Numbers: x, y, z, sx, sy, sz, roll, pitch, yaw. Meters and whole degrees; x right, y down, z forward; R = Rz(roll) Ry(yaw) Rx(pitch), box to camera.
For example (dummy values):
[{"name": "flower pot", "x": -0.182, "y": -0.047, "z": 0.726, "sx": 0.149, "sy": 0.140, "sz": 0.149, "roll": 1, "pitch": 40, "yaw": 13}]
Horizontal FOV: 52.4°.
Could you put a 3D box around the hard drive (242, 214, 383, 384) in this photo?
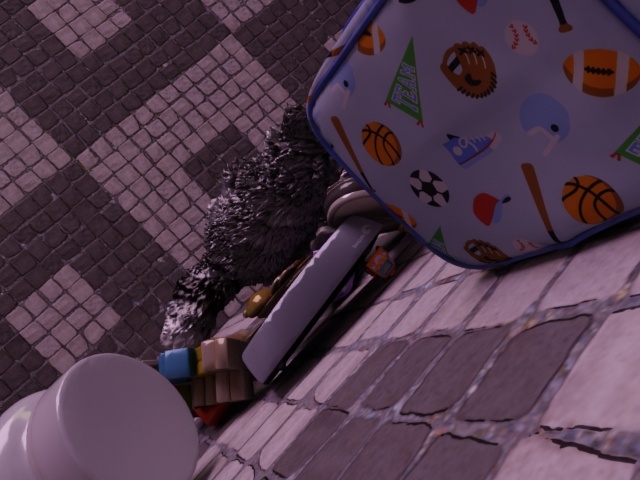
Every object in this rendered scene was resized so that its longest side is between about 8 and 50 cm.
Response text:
[{"name": "hard drive", "x": -0.013, "y": 0.082, "z": 0.893, "sx": 0.255, "sy": 0.054, "sz": 0.172, "roll": -52, "pitch": -7, "yaw": -11}]

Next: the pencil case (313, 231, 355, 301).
[{"name": "pencil case", "x": 0.017, "y": 0.043, "z": 1.105, "sx": 0.086, "sy": 0.088, "sz": 0.206, "roll": -23, "pitch": 5, "yaw": 6}]

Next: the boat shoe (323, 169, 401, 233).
[{"name": "boat shoe", "x": 0.068, "y": -0.072, "z": 0.972, "sx": 0.112, "sy": 0.096, "sz": 0.335, "roll": -16, "pitch": -9, "yaw": 13}]

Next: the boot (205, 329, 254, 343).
[{"name": "boot", "x": -0.261, "y": 0.288, "z": 1.371, "sx": 0.248, "sy": 0.090, "sz": 0.207, "roll": -36, "pitch": 6, "yaw": 40}]

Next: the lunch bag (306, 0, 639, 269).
[{"name": "lunch bag", "x": 0.124, "y": -0.112, "z": 0.460, "sx": 0.115, "sy": 0.243, "sz": 0.303, "roll": -46, "pitch": 3, "yaw": -29}]

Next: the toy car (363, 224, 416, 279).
[{"name": "toy car", "x": 0.106, "y": 0.009, "z": 0.892, "sx": 0.122, "sy": 0.040, "sz": 0.060, "roll": -47, "pitch": -14, "yaw": -25}]

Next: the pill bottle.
[{"name": "pill bottle", "x": -0.344, "y": 0.326, "z": 0.808, "sx": 0.392, "sy": 0.224, "sz": 0.224, "roll": -42, "pitch": 4, "yaw": 22}]

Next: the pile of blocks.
[{"name": "pile of blocks", "x": -0.204, "y": 0.238, "z": 1.021, "sx": 0.148, "sy": 0.113, "sz": 0.362, "roll": 0, "pitch": -18, "yaw": -21}]

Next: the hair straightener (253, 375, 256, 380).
[{"name": "hair straightener", "x": -0.050, "y": 0.147, "z": 1.110, "sx": 0.089, "sy": 0.047, "sz": 0.230, "roll": -41, "pitch": 0, "yaw": 37}]

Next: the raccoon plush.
[{"name": "raccoon plush", "x": -0.080, "y": -0.009, "z": 1.089, "sx": 0.299, "sy": 0.216, "sz": 0.447, "roll": -37, "pitch": 32, "yaw": 61}]

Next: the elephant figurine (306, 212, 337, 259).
[{"name": "elephant figurine", "x": 0.000, "y": 0.000, "z": 1.424, "sx": 0.169, "sy": 0.186, "sz": 0.240, "roll": 14, "pitch": -81, "yaw": -54}]

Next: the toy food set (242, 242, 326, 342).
[{"name": "toy food set", "x": -0.059, "y": 0.065, "z": 0.962, "sx": 0.132, "sy": 0.038, "sz": 0.192, "roll": -45, "pitch": -5, "yaw": -46}]
